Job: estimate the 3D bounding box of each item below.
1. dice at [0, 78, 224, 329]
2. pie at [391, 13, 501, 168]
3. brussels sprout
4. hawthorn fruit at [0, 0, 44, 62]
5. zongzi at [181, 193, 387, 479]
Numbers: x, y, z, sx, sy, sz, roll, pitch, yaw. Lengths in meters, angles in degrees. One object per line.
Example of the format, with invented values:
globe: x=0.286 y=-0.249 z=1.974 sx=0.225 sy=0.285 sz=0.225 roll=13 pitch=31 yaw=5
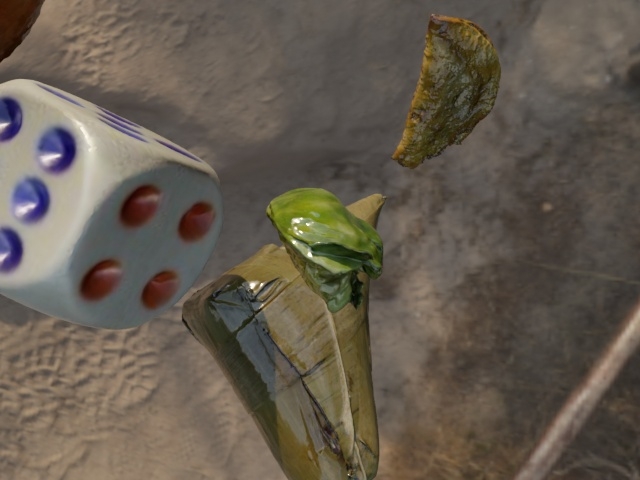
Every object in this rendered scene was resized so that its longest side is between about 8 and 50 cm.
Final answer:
dice: x=-0.346 y=-0.052 z=1.543 sx=0.277 sy=0.304 sz=0.304 roll=-60 pitch=152 yaw=5
pie: x=0.118 y=-0.132 z=0.985 sx=0.092 sy=0.034 sz=0.170 roll=-1 pitch=135 yaw=-20
brussels sprout: x=0.002 y=-0.003 z=1.184 sx=0.100 sy=0.181 sz=0.139 roll=-40 pitch=120 yaw=14
hawthorn fruit: x=-0.345 y=-0.285 z=0.859 sx=0.275 sy=0.275 sz=0.300 roll=6 pitch=92 yaw=-33
zongzi: x=0.074 y=0.199 z=1.867 sx=0.467 sy=0.218 sz=0.500 roll=-30 pitch=86 yaw=-28
